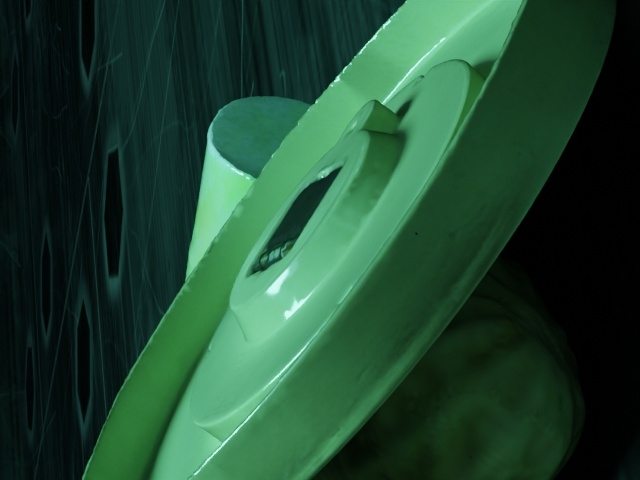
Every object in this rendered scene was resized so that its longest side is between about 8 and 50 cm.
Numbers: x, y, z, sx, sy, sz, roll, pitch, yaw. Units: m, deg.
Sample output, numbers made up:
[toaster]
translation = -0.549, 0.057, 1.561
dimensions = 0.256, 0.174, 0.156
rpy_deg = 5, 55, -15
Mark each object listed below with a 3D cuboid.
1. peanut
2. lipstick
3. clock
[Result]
[peanut]
translation = 0.028, 0.047, 0.600
dimensions = 0.194, 0.083, 0.093
rpy_deg = 168, 107, -77
[lipstick]
translation = -0.037, 0.076, 0.885
dimensions = 0.076, 0.076, 0.304
rpy_deg = -107, 23, -50
[clock]
translation = 0.000, 0.000, 0.554
dimensions = 0.235, 0.029, 0.235
rpy_deg = -49, 12, 14
